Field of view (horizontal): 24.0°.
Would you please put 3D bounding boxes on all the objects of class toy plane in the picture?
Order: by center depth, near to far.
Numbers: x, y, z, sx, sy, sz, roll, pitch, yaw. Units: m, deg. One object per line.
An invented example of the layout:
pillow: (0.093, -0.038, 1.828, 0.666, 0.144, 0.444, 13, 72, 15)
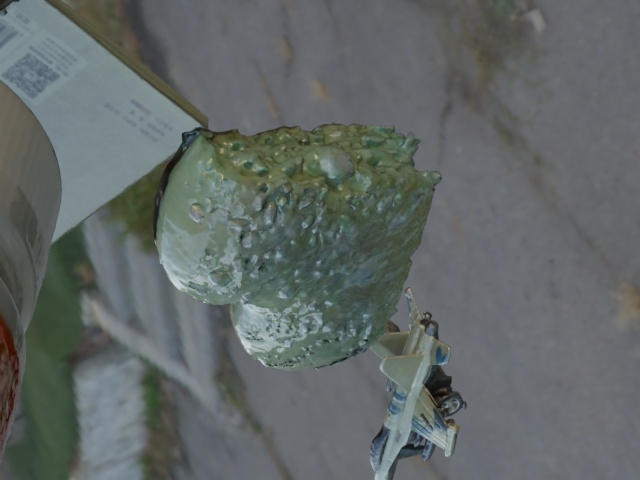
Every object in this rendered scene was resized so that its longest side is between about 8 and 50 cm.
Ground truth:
toy plane: (0.092, 0.177, 1.535, 0.192, 0.088, 0.262, -118, 22, -46)

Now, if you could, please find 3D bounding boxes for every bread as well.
bread: (0.000, 0.000, 0.925, 0.064, 0.172, 0.232, 52, 178, 38)

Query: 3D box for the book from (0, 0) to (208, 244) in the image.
book: (-0.246, -0.064, 1.041, 0.215, 0.282, 0.025, 39, -148, -36)

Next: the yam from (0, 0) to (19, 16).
yam: (-0.180, -0.125, 0.550, 0.154, 0.254, 0.154, 50, 178, 2)

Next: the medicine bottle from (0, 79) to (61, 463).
medicine bottle: (-0.253, 0.082, 0.713, 0.371, 0.211, 0.211, -83, -12, -47)
